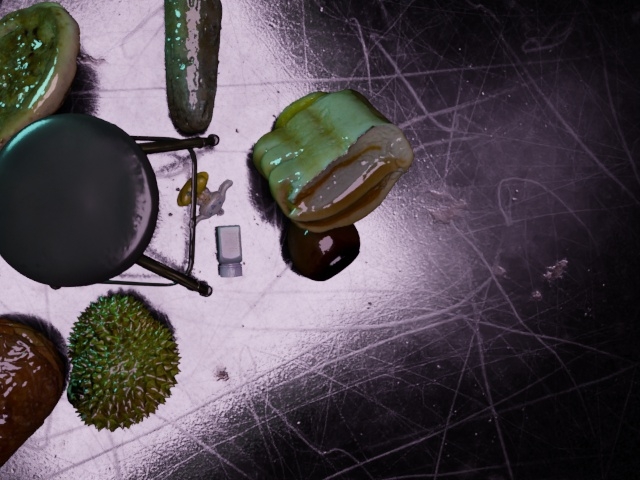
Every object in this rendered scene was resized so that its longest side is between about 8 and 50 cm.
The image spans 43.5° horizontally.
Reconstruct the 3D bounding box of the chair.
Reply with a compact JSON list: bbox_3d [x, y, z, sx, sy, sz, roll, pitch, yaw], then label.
[{"bbox_3d":[-0.417,-0.062,1.568,0.365,0.410,0.361,3,90,2],"label":"chair"}]

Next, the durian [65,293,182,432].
[{"bbox_3d":[-0.413,0.259,1.687,0.225,0.291,0.290,9,89,-27],"label":"durian"}]

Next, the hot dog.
[{"bbox_3d":[-0.718,0.341,1.677,0.267,0.174,0.387,43,74,-11],"label":"hot dog"}]

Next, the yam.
[{"bbox_3d":[-0.281,-0.403,1.772,0.133,0.133,0.330,0,94,-11],"label":"yam"}]

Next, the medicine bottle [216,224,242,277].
[{"bbox_3d":[-0.205,0.024,1.817,0.055,0.074,0.117,-3,91,-12],"label":"medicine bottle"}]

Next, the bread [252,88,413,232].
[{"bbox_3d":[0.017,-0.177,1.761,0.301,0.341,0.210,-37,128,-2],"label":"bread"}]

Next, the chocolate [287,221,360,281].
[{"bbox_3d":[0.000,0.000,1.827,0.177,0.177,0.176,0,91,-11],"label":"chocolate"}]

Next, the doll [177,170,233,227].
[{"bbox_3d":[-0.268,-0.089,1.818,0.113,0.071,0.135,15,101,-25],"label":"doll"}]

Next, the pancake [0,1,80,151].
[{"bbox_3d":[-0.638,-0.328,1.625,0.382,0.382,0.071,-58,140,-6],"label":"pancake"}]
